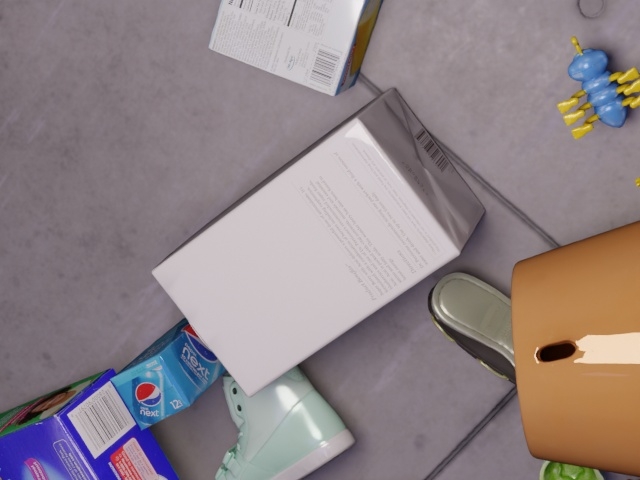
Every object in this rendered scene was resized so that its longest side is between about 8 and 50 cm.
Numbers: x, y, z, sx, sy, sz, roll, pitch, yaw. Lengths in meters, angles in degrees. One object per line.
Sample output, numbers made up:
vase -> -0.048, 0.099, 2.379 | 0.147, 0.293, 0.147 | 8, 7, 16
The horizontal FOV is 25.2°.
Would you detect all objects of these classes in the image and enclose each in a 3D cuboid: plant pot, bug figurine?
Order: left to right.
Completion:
plant pot -> 0.302, 0.112, 1.418 | 0.203, 0.291, 0.291 | -6, 104, 13
bug figurine -> 0.390, -0.151, 1.444 | 0.279, 0.072, 0.216 | -23, 104, 16

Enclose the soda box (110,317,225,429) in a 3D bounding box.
soda box -> -0.151, 0.133, 1.606 | 0.071, 0.210, 0.067 | -28, 96, 22

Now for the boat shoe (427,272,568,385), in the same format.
boat shoe -> 0.218, 0.116, 1.575 | 0.228, 0.068, 0.081 | 36, 77, 1

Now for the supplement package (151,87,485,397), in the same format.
supplement package -> 0.000, 0.000, 1.543 | 0.293, 0.175, 0.177 | -35, 95, 22

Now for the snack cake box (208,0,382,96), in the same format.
snack cake box -> -0.003, -0.303, 1.504 | 0.152, 0.089, 0.264 | 23, 110, 11

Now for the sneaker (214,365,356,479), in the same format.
sneaker -> -0.088, 0.235, 1.690 | 0.256, 0.094, 0.151 | -37, 80, 29

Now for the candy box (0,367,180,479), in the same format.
candy box -> -0.312, 0.329, 1.718 | 0.317, 0.122, 0.268 | -24, 100, 37

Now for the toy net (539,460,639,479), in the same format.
toy net -> 0.357, 0.229, 1.577 | 0.232, 0.045, 0.122 | -42, 91, 22
